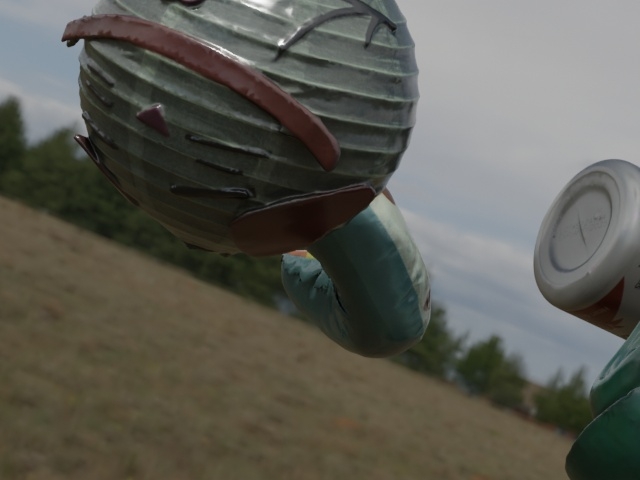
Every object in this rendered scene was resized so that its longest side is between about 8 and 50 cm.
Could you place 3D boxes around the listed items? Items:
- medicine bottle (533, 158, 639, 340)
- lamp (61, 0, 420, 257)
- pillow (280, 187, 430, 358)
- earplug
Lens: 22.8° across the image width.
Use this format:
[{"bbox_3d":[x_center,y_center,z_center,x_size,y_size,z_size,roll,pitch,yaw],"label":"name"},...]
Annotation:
[{"bbox_3d":[0.365,0.042,1.574,0.288,0.157,0.157,24,-3,-24],"label":"medicine bottle"},{"bbox_3d":[-0.049,-0.099,1.079,0.265,0.233,0.233,24,0,37],"label":"lamp"},{"bbox_3d":[0.000,0.000,1.326,0.214,0.086,0.233,12,-39,53],"label":"pillow"},{"bbox_3d":[0.298,0.123,1.163,0.257,0.280,0.164,-11,-31,-9],"label":"earplug"}]
